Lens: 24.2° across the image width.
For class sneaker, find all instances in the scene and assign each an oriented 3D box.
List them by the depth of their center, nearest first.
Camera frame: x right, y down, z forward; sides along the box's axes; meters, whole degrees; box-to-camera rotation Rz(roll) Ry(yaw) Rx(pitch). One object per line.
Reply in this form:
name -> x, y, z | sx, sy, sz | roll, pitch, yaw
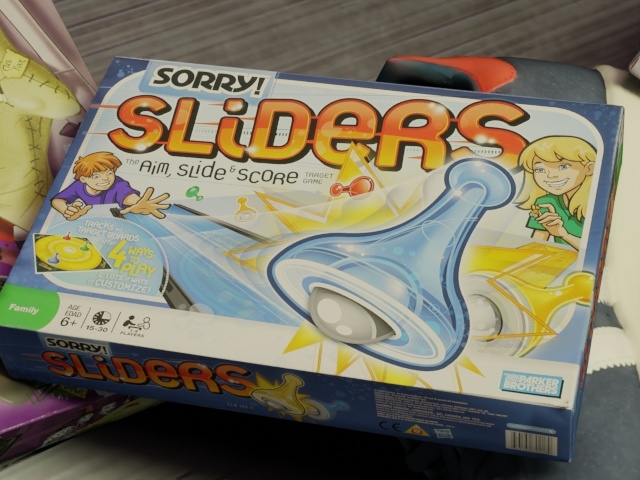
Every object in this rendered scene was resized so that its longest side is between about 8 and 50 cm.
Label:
sneaker -> 0.057, 0.052, 0.584 | 0.148, 0.131, 0.350 | 13, 42, -4

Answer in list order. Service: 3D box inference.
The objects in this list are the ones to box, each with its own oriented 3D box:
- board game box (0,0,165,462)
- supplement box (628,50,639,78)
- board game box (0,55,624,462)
board game box -> -0.199, -0.068, 0.583 | 0.208, 0.056, 0.347 | -20, 72, -32
supplement box -> 0.234, -0.090, 0.717 | 0.130, 0.073, 0.239 | 38, 25, 6
board game box -> 0.000, 0.000, 0.536 | 0.201, 0.035, 0.136 | 7, 51, 13
